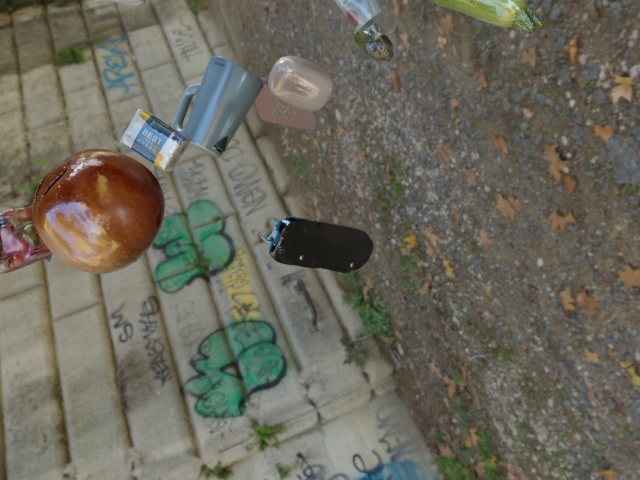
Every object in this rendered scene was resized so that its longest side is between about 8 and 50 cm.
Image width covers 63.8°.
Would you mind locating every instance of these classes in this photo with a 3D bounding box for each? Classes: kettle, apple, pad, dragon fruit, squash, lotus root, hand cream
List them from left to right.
[{"bbox_3d":[-0.761,0.006,1.328,0.211,0.282,0.147,61,-171,-83],"label":"dragon fruit"},{"bbox_3d":[-0.374,-0.056,0.855,0.234,0.211,0.173,4,150,38],"label":"apple"},{"bbox_3d":[-0.304,-0.369,1.426,0.210,0.243,0.160,26,178,20],"label":"kettle"},{"bbox_3d":[-0.143,-0.501,1.927,0.266,0.004,0.181,16,147,27],"label":"pad"},{"bbox_3d":[0.058,-0.663,1.306,0.341,0.124,0.078,55,-154,-7],"label":"hand cream"},{"bbox_3d":[0.176,-0.651,1.692,0.179,0.081,0.089,47,-155,25],"label":"lotus root"},{"bbox_3d":[0.306,-0.432,0.928,0.224,0.094,0.094,44,160,28],"label":"squash"}]

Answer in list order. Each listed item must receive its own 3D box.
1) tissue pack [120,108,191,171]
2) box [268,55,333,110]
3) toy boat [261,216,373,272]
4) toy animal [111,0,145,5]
[{"bbox_3d":[-0.250,-0.151,0.780,0.083,0.062,0.042,35,-170,0],"label":"tissue pack"},{"bbox_3d":[-0.059,-0.475,1.562,0.146,0.200,0.088,-57,34,30],"label":"box"},{"bbox_3d":[0.000,0.000,1.344,0.092,0.298,0.134,45,117,49],"label":"toy boat"},{"bbox_3d":[-0.299,-0.547,0.723,0.241,0.196,0.368,14,-103,-58],"label":"toy animal"}]
